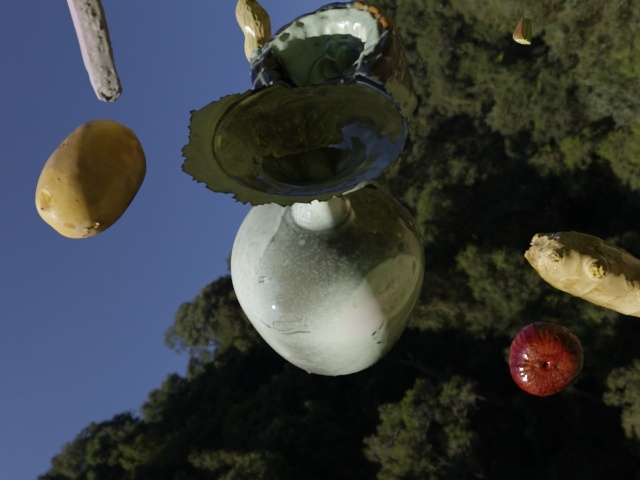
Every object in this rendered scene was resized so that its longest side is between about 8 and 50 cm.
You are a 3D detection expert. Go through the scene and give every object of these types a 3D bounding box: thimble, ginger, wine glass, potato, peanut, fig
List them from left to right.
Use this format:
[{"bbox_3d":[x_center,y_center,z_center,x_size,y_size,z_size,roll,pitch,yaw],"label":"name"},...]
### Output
[{"bbox_3d":[-0.405,-0.111,1.178,0.234,0.146,0.150,-62,-33,-16],"label":"potato"},{"bbox_3d":[-0.149,-0.483,1.519,0.082,0.082,0.187,-31,-72,-59],"label":"peanut"},{"bbox_3d":[0.000,0.000,0.725,0.238,0.238,0.323,-57,-29,-37],"label":"wine glass"},{"bbox_3d":[0.016,-0.231,0.963,0.237,0.237,0.150,-63,-35,-27],"label":"thimble"},{"bbox_3d":[0.351,0.168,1.046,0.153,0.119,0.119,-95,1,-54],"label":"fig"},{"bbox_3d":[0.614,0.101,1.376,0.166,0.375,0.236,-51,1,-7],"label":"ginger"}]

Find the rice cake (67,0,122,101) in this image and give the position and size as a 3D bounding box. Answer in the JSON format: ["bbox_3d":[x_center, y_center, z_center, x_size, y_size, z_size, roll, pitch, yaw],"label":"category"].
[{"bbox_3d":[-0.366,-0.360,1.017,0.050,0.106,0.298,-17,-36,-16],"label":"rice cake"}]

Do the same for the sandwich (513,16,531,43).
[{"bbox_3d":[0.481,-0.491,1.556,0.044,0.031,0.083,-47,24,53],"label":"sandwich"}]
